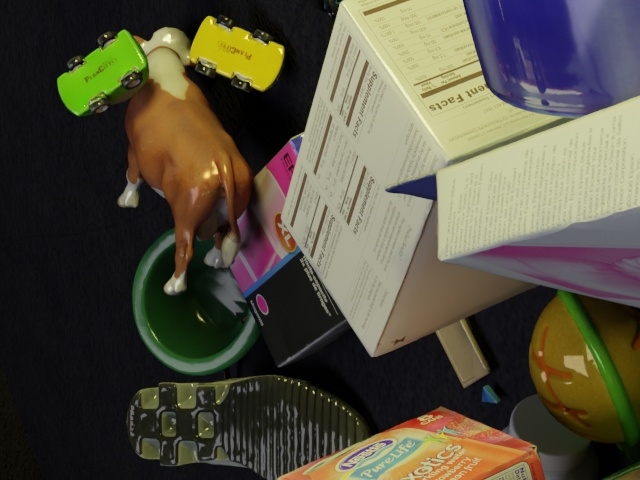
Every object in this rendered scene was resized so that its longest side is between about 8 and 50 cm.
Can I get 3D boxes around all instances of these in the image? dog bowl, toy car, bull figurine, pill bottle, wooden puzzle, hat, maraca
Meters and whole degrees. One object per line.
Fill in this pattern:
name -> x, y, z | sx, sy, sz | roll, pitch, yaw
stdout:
dog bowl -> 0.204, -0.160, 0.959 | 0.265, 0.265, 0.104 | 23, 132, 58
toy car -> -0.164, -0.202, 1.805 | 0.239, 0.225, 0.053 | 59, -167, 16
bull figurine -> -0.147, -0.088, 1.866 | 0.310, 0.101, 0.188 | -118, 30, -54
pill bottle -> 0.186, 0.210, 1.528 | 0.094, 0.094, 0.169 | 49, 150, 36
wooden puzzle -> 0.130, 0.096, 1.646 | 0.116, 0.014, 0.078 | 66, 160, 2
hat -> -0.106, 0.069, 2.105 | 0.208, 0.183, 0.173 | -33, 76, 26
maraca -> 0.215, 0.105, 1.381 | 0.186, 0.099, 0.127 | 64, -175, -58

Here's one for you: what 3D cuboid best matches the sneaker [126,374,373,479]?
sneaker -> -0.051, 0.206, 2.022 | 0.330, 0.146, 0.122 | 5, 90, 40

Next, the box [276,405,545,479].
box -> 0.095, 0.295, 1.324 | 0.142, 0.154, 0.300 | 18, 127, 63

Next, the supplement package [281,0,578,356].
supplement package -> 0.110, -0.068, 1.307 | 0.145, 0.204, 0.262 | 57, 154, 23

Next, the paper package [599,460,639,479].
paper package -> 0.291, 0.306, 1.307 | 0.309, 0.168, 0.325 | 63, 157, 9

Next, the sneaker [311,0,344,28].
sneaker -> 0.052, -0.231, 1.387 | 0.079, 0.121, 0.217 | 56, 154, 22

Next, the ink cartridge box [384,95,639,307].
ink cartridge box -> 0.242, 0.010, 0.985 | 0.330, 0.324, 0.071 | 160, 121, -66

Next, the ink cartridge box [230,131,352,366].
ink cartridge box -> 0.000, 0.000, 1.778 | 0.176, 0.069, 0.371 | 65, 154, 7
